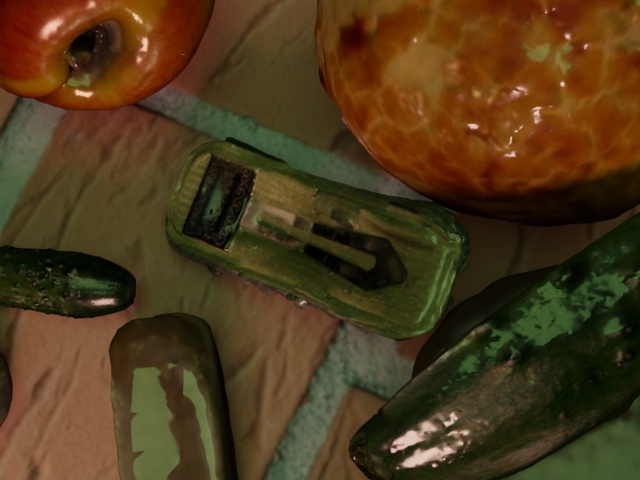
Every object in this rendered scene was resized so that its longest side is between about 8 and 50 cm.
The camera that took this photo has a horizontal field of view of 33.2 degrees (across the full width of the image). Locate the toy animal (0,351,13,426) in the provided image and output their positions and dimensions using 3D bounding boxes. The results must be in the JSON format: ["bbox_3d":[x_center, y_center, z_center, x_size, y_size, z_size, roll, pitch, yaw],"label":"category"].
[{"bbox_3d":[-0.349,0.119,0.971,0.108,0.236,0.138,-25,79,-12],"label":"toy animal"}]

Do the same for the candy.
[{"bbox_3d":[-0.134,0.187,1.002,0.102,0.104,0.234,-7,77,1],"label":"candy"}]

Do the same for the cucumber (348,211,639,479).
[{"bbox_3d":[0.172,0.105,0.832,0.325,0.145,0.105,-33,66,-2],"label":"cucumber"}]

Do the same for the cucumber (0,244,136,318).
[{"bbox_3d":[-0.292,0.038,1.069,0.227,0.069,0.069,7,78,9],"label":"cucumber"}]

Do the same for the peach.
[{"bbox_3d":[-0.227,-0.261,1.049,0.281,0.238,0.281,-23,53,34],"label":"peach"}]

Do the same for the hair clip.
[{"bbox_3d":[0.000,0.000,1.020,0.321,0.091,0.138,21,94,33],"label":"hair clip"}]

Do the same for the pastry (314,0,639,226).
[{"bbox_3d":[0.176,-0.172,0.925,0.388,0.388,0.313,24,80,9],"label":"pastry"}]

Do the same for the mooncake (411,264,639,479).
[{"bbox_3d":[0.220,0.171,0.956,0.290,0.161,0.290,-1,75,3],"label":"mooncake"}]
